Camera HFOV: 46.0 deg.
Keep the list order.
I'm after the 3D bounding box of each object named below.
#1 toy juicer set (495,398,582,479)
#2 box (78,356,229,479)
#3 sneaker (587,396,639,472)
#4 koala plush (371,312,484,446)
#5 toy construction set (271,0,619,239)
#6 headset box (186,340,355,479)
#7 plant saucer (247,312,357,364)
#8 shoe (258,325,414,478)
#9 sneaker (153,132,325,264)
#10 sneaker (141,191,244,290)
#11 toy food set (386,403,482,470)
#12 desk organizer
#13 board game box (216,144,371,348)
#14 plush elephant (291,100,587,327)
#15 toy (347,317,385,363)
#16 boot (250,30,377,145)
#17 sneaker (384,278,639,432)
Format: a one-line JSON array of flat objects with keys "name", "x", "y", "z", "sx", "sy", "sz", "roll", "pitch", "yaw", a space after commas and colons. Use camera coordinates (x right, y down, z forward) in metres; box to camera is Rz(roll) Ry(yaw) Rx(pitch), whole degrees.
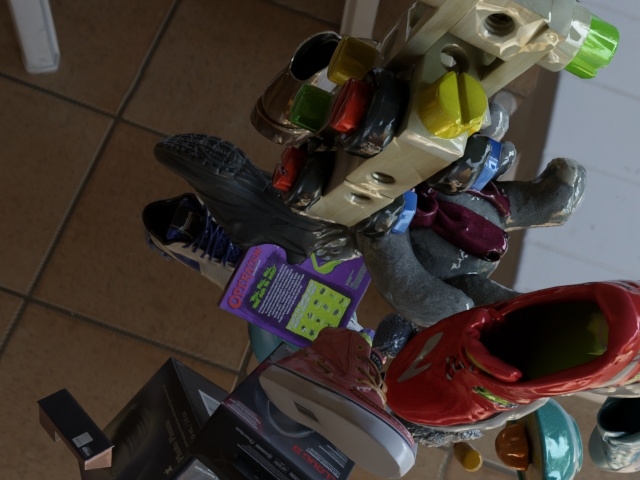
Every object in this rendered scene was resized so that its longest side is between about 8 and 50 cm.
[{"name": "toy juicer set", "x": 0.244, "y": 0.252, "z": 0.885, "sx": 0.090, "sy": 0.209, "sz": 0.328, "roll": -4, "pitch": 61, "yaw": -1}, {"name": "box", "x": -0.296, "y": 0.441, "z": 1.459, "sx": 0.294, "sy": 0.296, "sz": 0.183, "roll": -48, "pitch": 123, "yaw": 2}, {"name": "sneaker", "x": 0.561, "y": 0.334, "z": 1.399, "sx": 0.150, "sy": 0.365, "sz": 0.135, "roll": 4, "pitch": 53, "yaw": -10}, {"name": "koala plush", "x": 0.185, "y": 0.246, "z": 1.207, "sx": 0.196, "sy": 0.203, "sz": 0.221, "roll": -11, "pitch": 24, "yaw": 22}, {"name": "toy construction set", "x": 0.068, "y": -0.119, "z": 0.469, "sx": 0.151, "sy": 0.327, "sz": 0.214, "roll": 16, "pitch": 71, "yaw": -1}, {"name": "headset box", "x": -0.054, "y": 0.309, "z": 1.177, "sx": 0.218, "sy": 0.293, "sz": 0.110, "roll": 39, "pitch": 111, "yaw": 6}, {"name": "plant saucer", "x": -0.024, "y": 0.188, "z": 1.701, "sx": 0.318, "sy": 0.044, "sz": 0.317, "roll": 14, "pitch": 68, "yaw": -39}, {"name": "shoe", "x": 0.028, "y": 0.117, "z": 0.594, "sx": 0.081, "sy": 0.178, "sz": 0.063, "roll": -37, "pitch": 117, "yaw": -24}, {"name": "sneaker", "x": -0.122, "y": -0.057, "z": 1.102, "sx": 0.286, "sy": 0.130, "sz": 0.109, "roll": 29, "pitch": 28, "yaw": 4}, {"name": "sneaker", "x": -0.198, "y": 0.010, "z": 1.365, "sx": 0.316, "sy": 0.182, "sz": 0.127, "roll": 22, "pitch": 78, "yaw": 7}, {"name": "toy food set", "x": 0.176, "y": 0.346, "z": 1.383, "sx": 0.233, "sy": 0.104, "sz": 0.111, "roll": 9, "pitch": 86, "yaw": -2}, {"name": "desk organizer", "x": -0.355, "y": 0.279, "z": 1.088, "sx": 0.047, "sy": 0.050, "sz": 0.130, "roll": -24, "pitch": 51, "yaw": -40}, {"name": "board game box", "x": 0.000, "y": 0.000, "z": 1.248, "sx": 0.208, "sy": 0.056, "sz": 0.346, "roll": 29, "pitch": 85, "yaw": -15}, {"name": "plush elephant", "x": 0.109, "y": -0.063, "z": 0.783, "sx": 0.330, "sy": 0.255, "sz": 0.271, "roll": 7, "pitch": 50, "yaw": 28}, {"name": "toy", "x": 0.096, "y": 0.233, "z": 1.533, "sx": 0.137, "sy": 0.056, "sz": 0.237, "roll": 43, "pitch": 25, "yaw": -34}, {"name": "boot", "x": 0.026, "y": -0.235, "z": 1.032, "sx": 0.112, "sy": 0.115, "sz": 0.305, "roll": 37, "pitch": 40, "yaw": 7}, {"name": "sneaker", "x": 0.138, "y": 0.082, "z": 0.583, "sx": 0.118, "sy": 0.279, "sz": 0.107, "roll": 13, "pitch": 61, "yaw": -38}]
